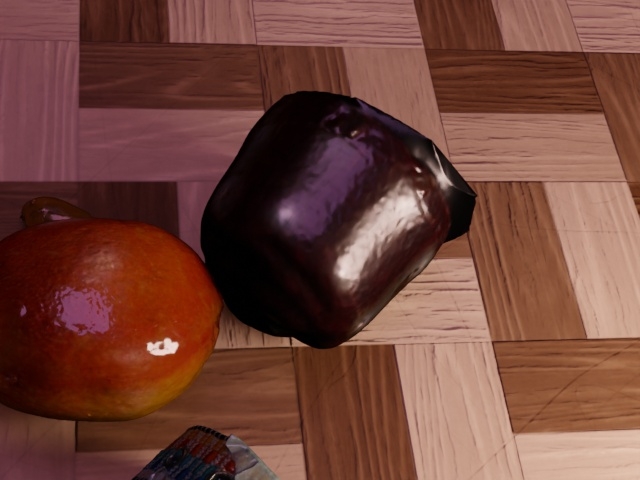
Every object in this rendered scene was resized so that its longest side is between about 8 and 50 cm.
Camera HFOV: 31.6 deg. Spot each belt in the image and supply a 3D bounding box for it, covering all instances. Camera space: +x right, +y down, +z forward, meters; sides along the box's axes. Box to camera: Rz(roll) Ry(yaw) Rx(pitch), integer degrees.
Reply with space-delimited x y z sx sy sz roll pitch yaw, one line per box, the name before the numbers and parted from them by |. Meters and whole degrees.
belt | -0.136 0.357 1.503 0.258 0.207 0.150 6 40 49

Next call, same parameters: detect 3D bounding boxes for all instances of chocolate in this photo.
chocolate | 0.000 0.000 1.734 0.384 0.383 0.331 25 66 8

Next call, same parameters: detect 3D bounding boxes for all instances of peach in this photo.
peach | -0.317 0.112 1.615 0.373 0.372 0.289 -3 88 -12

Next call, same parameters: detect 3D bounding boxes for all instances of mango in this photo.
mango | -0.425 -0.035 1.839 0.127 0.063 0.077 17 45 1
